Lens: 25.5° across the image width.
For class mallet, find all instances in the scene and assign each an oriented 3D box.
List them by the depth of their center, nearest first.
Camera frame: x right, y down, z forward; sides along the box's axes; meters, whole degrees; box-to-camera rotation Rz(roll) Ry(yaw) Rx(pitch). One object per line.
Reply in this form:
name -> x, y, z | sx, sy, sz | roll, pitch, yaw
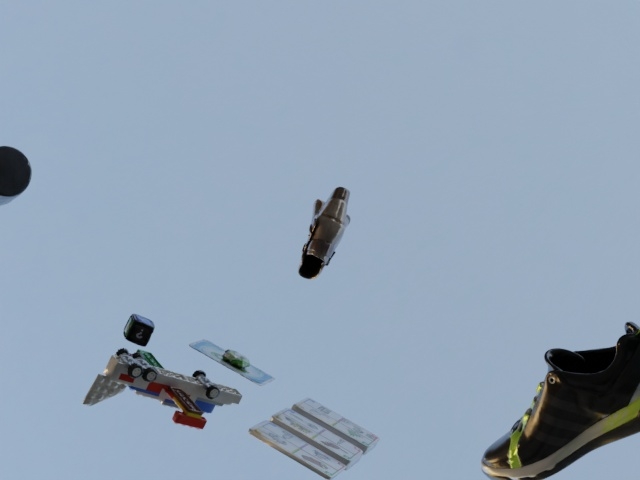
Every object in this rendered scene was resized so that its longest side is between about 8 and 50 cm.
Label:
mallet -> -0.250, 0.017, 0.944 | 0.039, 0.062, 0.189 | 34, -120, -21

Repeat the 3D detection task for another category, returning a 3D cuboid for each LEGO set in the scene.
LEGO set -> -0.082, 0.140, 1.193 | 0.244, 0.182, 0.060 | 29, -82, 11

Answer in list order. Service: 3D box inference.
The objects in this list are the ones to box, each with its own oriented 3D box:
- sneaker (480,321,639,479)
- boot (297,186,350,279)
sneaker -> 0.227, 0.140, 1.289 | 0.235, 0.084, 0.097 | -34, -84, 34
boot -> 0.000, 0.000, 1.419 | 0.042, 0.118, 0.087 | 21, -114, 1
